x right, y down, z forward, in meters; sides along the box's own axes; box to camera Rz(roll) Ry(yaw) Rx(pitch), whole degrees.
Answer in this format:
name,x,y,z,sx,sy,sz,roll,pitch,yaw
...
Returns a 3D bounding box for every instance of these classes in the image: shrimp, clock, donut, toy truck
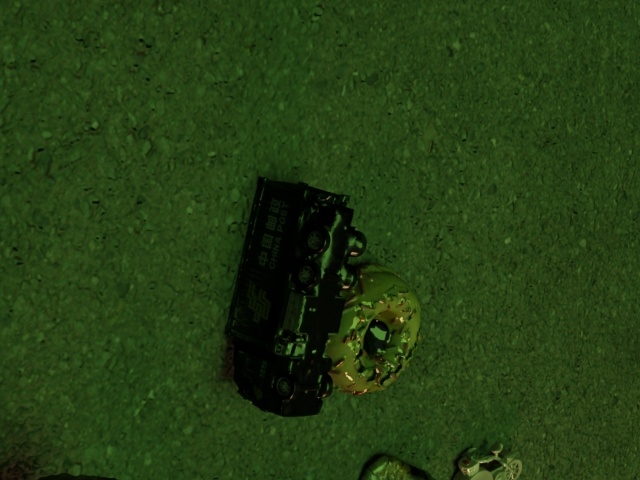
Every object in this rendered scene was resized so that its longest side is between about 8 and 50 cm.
name,x,y,z,sx,sy,sz,roll,pitch,yaw
shrimp,0.108,0.343,1.953,0.161,0.034,0.091,24,97,-41
clock,0.242,0.337,2.079,0.129,0.041,0.087,-20,120,-36
donut,0.063,0.114,1.798,0.175,0.068,0.174,-18,116,-43
toy truck,-0.031,0.067,1.645,0.088,0.121,0.259,6,98,-48

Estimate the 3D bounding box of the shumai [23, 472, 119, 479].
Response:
name,x,y,z,sx,sy,sz,roll,pitch,yaw
shumai,-0.277,0.397,1.391,0.314,0.267,0.262,-32,123,-27
